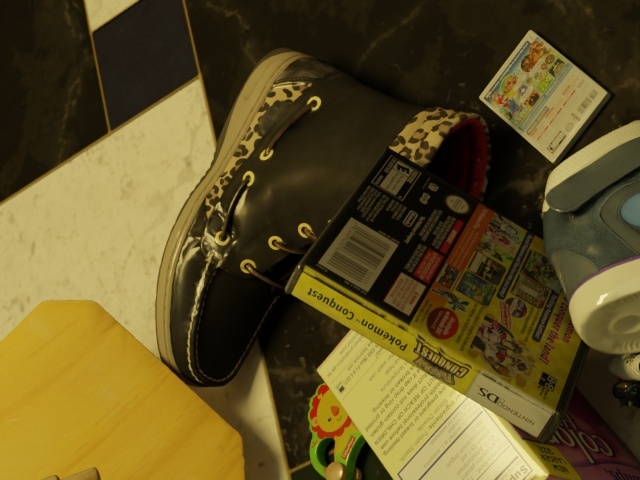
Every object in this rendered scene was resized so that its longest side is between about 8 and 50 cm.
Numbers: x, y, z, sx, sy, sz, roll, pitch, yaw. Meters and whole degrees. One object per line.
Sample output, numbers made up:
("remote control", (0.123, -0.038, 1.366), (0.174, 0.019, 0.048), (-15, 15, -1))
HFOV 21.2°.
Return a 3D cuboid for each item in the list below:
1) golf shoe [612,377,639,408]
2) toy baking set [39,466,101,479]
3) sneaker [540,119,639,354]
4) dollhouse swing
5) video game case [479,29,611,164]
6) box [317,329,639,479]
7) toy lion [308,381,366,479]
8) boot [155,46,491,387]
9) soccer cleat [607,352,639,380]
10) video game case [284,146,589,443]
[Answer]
("golf shoe", (0.346, 0.102, 1.484), (0.198, 0.077, 0.093), (-2, 75, 37))
("toy baking set", (-0.247, 0.325, 1.674), (0.256, 0.030, 0.196), (-25, 80, -6))
("sneaker", (0.350, -0.044, 1.494), (0.323, 0.130, 0.236), (-17, 46, 13))
("dollhouse swing", (-0.287, 0.292, 1.831), (0.347, 0.305, 0.315), (41, 148, 10))
("video game case", (0.222, -0.143, 1.700), (0.087, 0.011, 0.122), (-53, 52, 13))
("box", (0.153, 0.173, 1.522), (0.117, 0.214, 0.243), (-50, 52, 18))
("toy lion", (0.018, 0.191, 1.747), (0.096, 0.034, 0.100), (30, 96, 47))
("boot", (0.000, 0.000, 1.756), (0.284, 0.138, 0.377), (18, 82, 40))
("soccer cleat", (0.277, 0.108, 1.477), (0.083, 0.036, 0.029), (10, 82, 50))
("video game case", (0.122, 0.038, 1.497), (0.248, 0.275, 0.035), (30, 120, 4))
